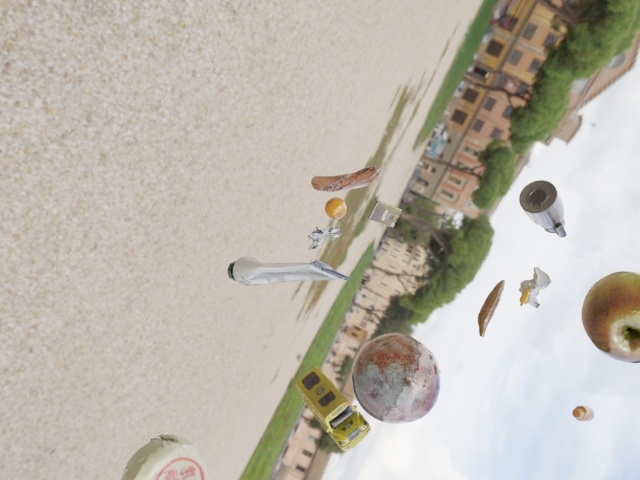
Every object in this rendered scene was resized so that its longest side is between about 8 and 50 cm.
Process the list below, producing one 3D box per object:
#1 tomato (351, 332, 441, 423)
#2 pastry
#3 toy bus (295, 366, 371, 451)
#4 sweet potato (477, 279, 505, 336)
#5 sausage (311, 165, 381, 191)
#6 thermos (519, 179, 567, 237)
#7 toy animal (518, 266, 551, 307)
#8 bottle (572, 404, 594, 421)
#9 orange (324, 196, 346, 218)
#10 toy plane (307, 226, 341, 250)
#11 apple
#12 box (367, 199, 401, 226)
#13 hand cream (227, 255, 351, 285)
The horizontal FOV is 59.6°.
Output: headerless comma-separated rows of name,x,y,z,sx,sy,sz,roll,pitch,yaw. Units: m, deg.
tomato,0.263,0.483,1.954,0.282,0.316,0.317,-11,134,-48
pastry,-0.429,0.673,1.535,0.133,0.265,0.265,-6,-134,48
toy bus,0.040,0.630,2.109,0.145,0.331,0.151,-36,125,-14
sweet potato,0.762,0.292,2.515,0.072,0.066,0.314,-5,-137,48
sausage,0.115,-0.269,2.503,0.079,0.326,0.087,-41,122,-73
thermos,0.666,-0.073,1.627,0.105,0.137,0.193,-36,139,15
toy animal,0.849,0.208,2.227,0.182,0.127,0.131,109,-9,-51
bottle,1.123,0.744,2.400,0.187,0.069,0.069,20,98,-51
orange,0.056,-0.118,2.062,0.083,0.083,0.083,-62,174,-11
toy plane,0.001,-0.017,2.530,0.234,0.160,0.082,-25,-113,56
apple,1.319,0.323,2.411,0.374,0.374,0.384,-55,133,-56
box,0.283,-0.117,2.466,0.090,0.133,0.023,-65,-153,19
hand cream,-0.095,0.073,1.331,0.121,0.336,0.076,25,69,-46
